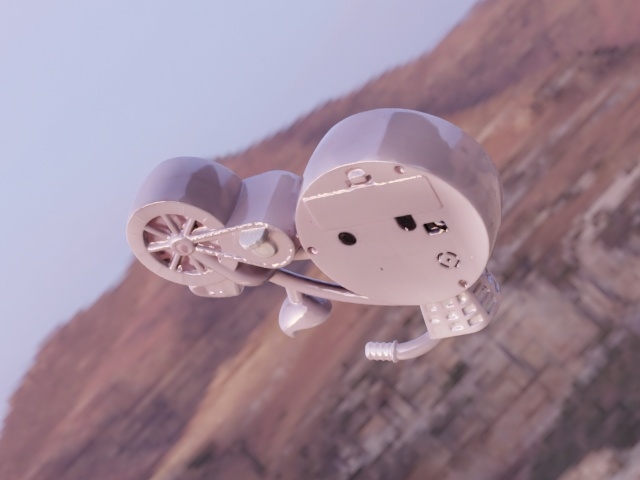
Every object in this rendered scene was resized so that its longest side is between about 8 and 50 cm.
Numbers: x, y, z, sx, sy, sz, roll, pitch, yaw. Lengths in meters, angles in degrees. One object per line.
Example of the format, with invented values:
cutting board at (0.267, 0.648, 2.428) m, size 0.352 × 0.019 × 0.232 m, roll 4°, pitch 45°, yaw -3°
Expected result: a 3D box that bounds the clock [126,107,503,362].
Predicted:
clock at (0.000, 0.000, 0.592) m, size 0.129 × 0.087 × 0.041 m, roll -5°, pitch 42°, yaw 23°
